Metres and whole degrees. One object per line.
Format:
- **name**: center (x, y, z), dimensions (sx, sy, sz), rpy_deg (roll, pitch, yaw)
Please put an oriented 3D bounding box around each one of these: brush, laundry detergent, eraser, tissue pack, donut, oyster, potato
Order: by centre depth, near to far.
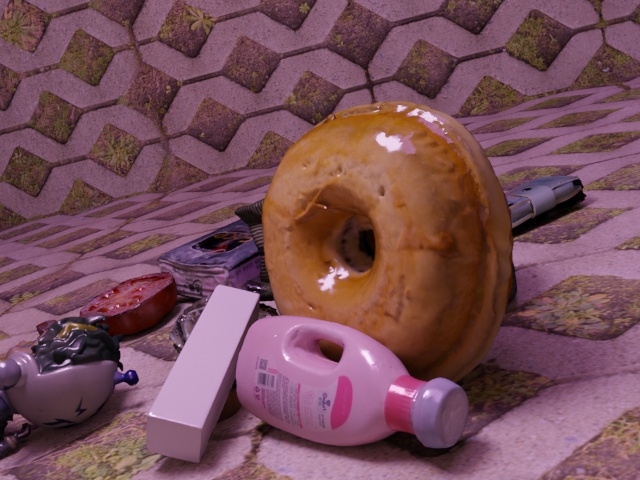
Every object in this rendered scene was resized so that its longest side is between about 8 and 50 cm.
- **laundry detergent**: center (0.031, 0.190, 0.966), dimensions (0.335, 0.159, 0.088), rpy_deg (5, -3, 41)
- **donut**: center (0.086, 0.012, 1.076), dimensions (0.198, 0.449, 0.449), rpy_deg (-4, 4, -42)
- **eraser**: center (-0.168, 0.189, 1.119), dimensions (0.078, 0.076, 0.298), rpy_deg (13, 35, 6)
- **potato**: center (-0.156, 0.253, 1.127), dimensions (0.093, 0.037, 0.036), rpy_deg (-24, 22, -32)
- **oyster**: center (-0.170, 0.180, 1.302), dimensions (0.198, 0.112, 0.267), rpy_deg (21, 25, 31)
- **brush**: center (-0.563, 0.223, 1.626), dimensions (0.060, 0.050, 0.321), rpy_deg (-20, 16, -30)
- **tissue pack**: center (-0.175, 0.030, 1.788), dimensions (0.259, 0.122, 0.361), rpy_deg (3, 21, 42)

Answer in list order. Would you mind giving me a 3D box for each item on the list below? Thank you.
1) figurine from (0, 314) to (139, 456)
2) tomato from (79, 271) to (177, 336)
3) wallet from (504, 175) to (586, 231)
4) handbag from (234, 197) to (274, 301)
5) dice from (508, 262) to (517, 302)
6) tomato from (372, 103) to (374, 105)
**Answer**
- **figurine**: center (-0.503, 0.247, 1.231), dimensions (0.382, 0.186, 0.261), rpy_deg (-24, 5, -7)
- **tomato**: center (-0.420, 0.153, 1.656), dimensions (0.225, 0.085, 0.225), rpy_deg (-15, 19, 5)
- **wallet**: center (0.445, -0.079, 1.656), dimensions (0.250, 0.075, 0.176), rpy_deg (-21, 10, -22)
- **handbag**: center (0.000, 0.000, 1.446), dimensions (0.240, 0.247, 0.340), rpy_deg (-6, 1, 29)
- **dice**: center (0.232, 0.023, 1.279), dimensions (0.181, 0.182, 0.183), rpy_deg (-11, 17, 11)
- **tomato**: center (0.144, -0.179, 1.846), dimensions (0.321, 0.322, 0.321), rpy_deg (-14, 15, 4)
